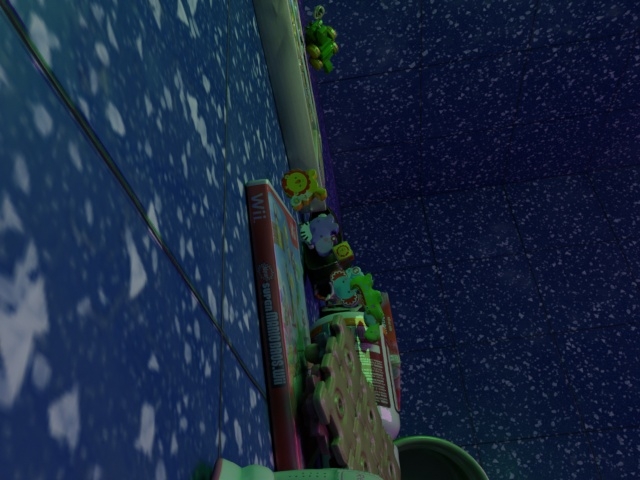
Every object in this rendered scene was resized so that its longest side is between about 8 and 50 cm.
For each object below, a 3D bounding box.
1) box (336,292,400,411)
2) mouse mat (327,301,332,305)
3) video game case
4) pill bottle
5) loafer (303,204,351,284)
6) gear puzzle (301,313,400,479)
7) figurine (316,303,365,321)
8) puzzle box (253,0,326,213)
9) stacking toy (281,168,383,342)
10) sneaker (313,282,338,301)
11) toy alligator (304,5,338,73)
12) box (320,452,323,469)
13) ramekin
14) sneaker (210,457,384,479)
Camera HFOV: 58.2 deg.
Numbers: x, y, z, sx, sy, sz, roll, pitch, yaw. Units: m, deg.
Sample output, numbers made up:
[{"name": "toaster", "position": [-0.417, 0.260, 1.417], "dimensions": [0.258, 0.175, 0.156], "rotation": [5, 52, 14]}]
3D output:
[{"name": "box", "position": [0.114, 0.273, 1.436], "dimensions": [0.300, 0.142, 0.154], "rotation": [-89, 175, -63]}, {"name": "mouse mat", "position": [0.028, 0.201, 1.410], "dimensions": [0.189, 0.007, 0.152], "rotation": [-88, 169, -65]}, {"name": "video game case", "position": [-0.034, 0.097, 0.626], "dimensions": [0.204, 0.025, 0.284], "rotation": [61, 21, -78]}, {"name": "pill bottle", "position": [0.046, 0.222, 0.810], "dimensions": [0.121, 0.121, 0.221], "rotation": [77, 7, -52]}, {"name": "loafer", "position": [0.000, 0.000, 1.024], "dimensions": [0.220, 0.080, 0.078], "rotation": [-101, 171, -61]}, {"name": "gear puzzle", "position": [0.047, 0.258, 0.630], "dimensions": [0.175, 0.044, 0.338], "rotation": [-69, 142, -66]}, {"name": "figurine", "position": [0.048, 0.242, 1.103], "dimensions": [0.215, 0.093, 0.209], "rotation": [-44, 129, -84]}, {"name": "puzzle box", "position": [-0.048, -0.287, 1.017], "dimensions": [0.272, 0.052, 0.408], "rotation": [-92, 173, -51]}, {"name": "stacking toy", "position": [0.020, 0.029, 0.760], "dimensions": [0.221, 0.052, 0.167], "rotation": [63, -3, 20]}, {"name": "sneaker", "position": [0.008, 0.091, 1.117], "dimensions": [0.161, 0.057, 0.075], "rotation": [86, 22, -56]}, {"name": "toy alligator", "position": [-0.008, -0.367, 1.034], "dimensions": [0.051, 0.056, 0.189], "rotation": [39, -8, 16]}, {"name": "box", "position": [0.057, 0.370, 0.819], "dimensions": [0.060, 0.101, 0.244], "rotation": [75, 7, -53]}, {"name": "ramekin", "position": [0.209, 0.571, 1.240], "dimensions": [0.148, 0.304, 0.303], "rotation": [101, -18, -78]}, {"name": "sneaker", "position": [0.008, 0.236, 0.322], "dimensions": [0.103, 0.111, 0.252], "rotation": [-87, 168, -70]}]
